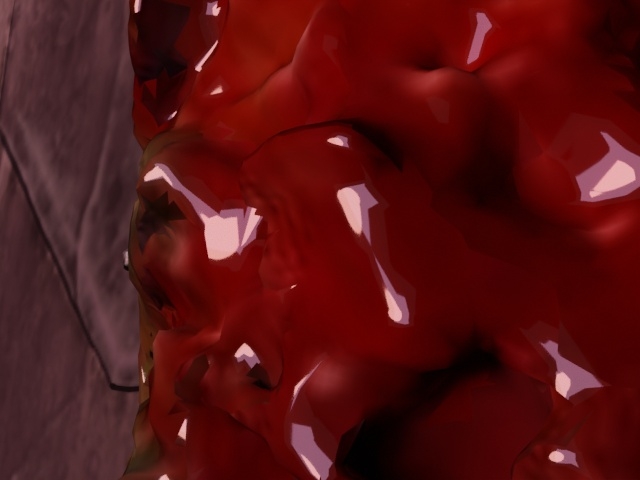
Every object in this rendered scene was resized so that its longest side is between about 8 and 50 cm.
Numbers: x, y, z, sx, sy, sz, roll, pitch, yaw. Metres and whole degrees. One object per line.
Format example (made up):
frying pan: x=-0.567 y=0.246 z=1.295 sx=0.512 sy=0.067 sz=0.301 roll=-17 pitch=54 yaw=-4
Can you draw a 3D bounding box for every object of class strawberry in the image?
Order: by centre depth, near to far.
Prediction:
strawberry: x=0.123 y=0.054 z=0.478 sx=0.295 sy=0.345 sz=0.317 roll=-78 pitch=-7 yaw=-64

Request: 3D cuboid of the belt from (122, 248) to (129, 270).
belt: x=0.003 y=0.000 z=0.810 sx=0.179 sy=0.065 sz=0.100 roll=-41 pitch=59 yaw=31
